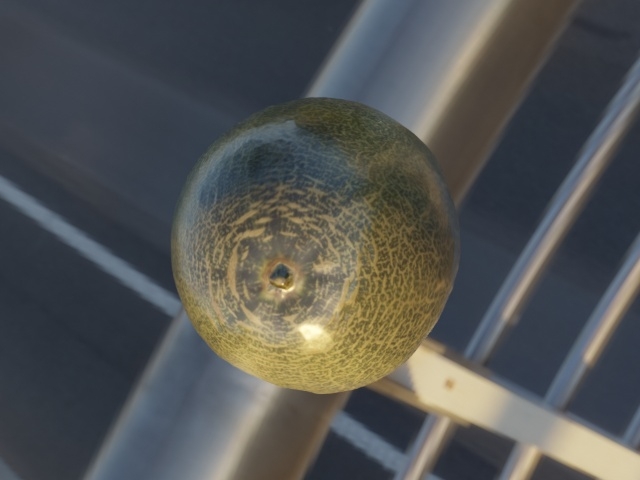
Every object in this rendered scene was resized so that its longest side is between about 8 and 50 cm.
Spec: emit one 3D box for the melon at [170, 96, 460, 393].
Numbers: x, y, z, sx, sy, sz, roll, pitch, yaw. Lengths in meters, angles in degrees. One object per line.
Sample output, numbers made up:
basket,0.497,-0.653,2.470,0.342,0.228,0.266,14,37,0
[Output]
melon,0.000,0.000,1.396,0.248,0.248,0.329,-50,0,13
